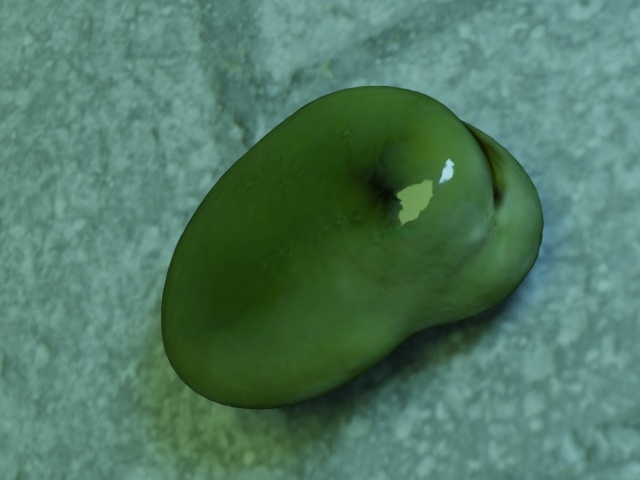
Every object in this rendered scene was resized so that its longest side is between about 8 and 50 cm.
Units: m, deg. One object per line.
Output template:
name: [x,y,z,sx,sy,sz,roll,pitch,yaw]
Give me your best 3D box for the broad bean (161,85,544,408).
broad bean: [0.000,0.000,0.959,0.263,0.121,0.189,-25,55,24]
